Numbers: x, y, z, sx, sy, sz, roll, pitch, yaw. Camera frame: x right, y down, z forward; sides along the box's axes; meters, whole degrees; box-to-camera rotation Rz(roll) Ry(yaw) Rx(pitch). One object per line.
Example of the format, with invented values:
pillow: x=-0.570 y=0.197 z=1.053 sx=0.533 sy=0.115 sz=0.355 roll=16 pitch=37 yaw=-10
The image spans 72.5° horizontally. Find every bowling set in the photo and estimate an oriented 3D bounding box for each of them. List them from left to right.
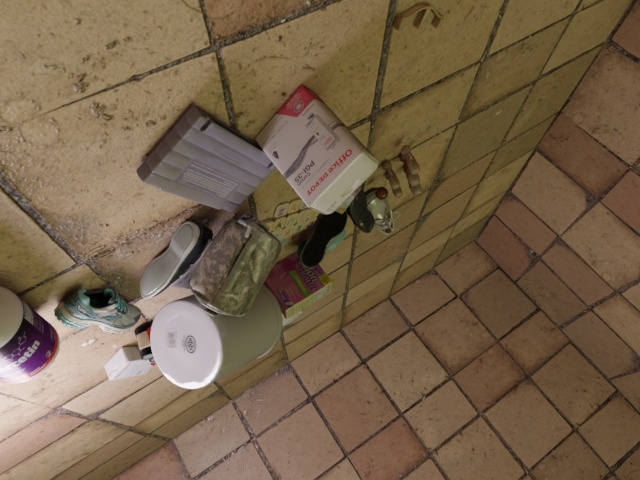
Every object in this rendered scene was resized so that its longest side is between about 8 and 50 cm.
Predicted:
bowling set: x=0.304 y=-0.272 z=1.802 sx=0.200 sy=0.154 sz=0.287 roll=-20 pitch=159 yaw=6

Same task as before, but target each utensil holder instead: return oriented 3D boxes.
utensil holder: x=-0.368 y=0.330 z=1.605 sx=0.327 sy=0.327 sz=0.386 roll=-46 pitch=167 yaw=19

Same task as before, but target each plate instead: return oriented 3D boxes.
plate: x=0.040 y=0.002 z=2.040 sx=0.188 sy=0.024 sz=0.188 roll=-31 pitch=155 yaw=-16

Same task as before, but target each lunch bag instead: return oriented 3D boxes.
lunch bag: x=-0.257 y=0.079 z=1.352 sx=0.304 sy=0.213 sz=0.256 roll=-61 pitch=-169 yaw=-6

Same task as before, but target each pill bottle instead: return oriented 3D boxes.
pill bottle: x=-0.798 y=0.228 z=1.076 sx=0.182 sy=0.181 sz=0.322 roll=-28 pitch=155 yaw=-21

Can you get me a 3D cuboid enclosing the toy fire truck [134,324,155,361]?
toy fire truck: x=-0.570 y=0.355 z=1.715 sx=0.247 sy=0.158 sz=0.217 roll=-24 pitch=155 yaw=-4

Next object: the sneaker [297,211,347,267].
sneaker: x=0.000 y=0.000 z=1.862 sx=0.295 sy=0.124 sz=0.178 roll=-55 pitch=-173 yaw=-17

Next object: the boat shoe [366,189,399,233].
boat shoe: x=0.289 y=-0.104 z=2.026 sx=0.136 sy=0.156 sz=0.367 roll=-37 pitch=157 yaw=-1

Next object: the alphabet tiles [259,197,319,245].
alphabet tiles: x=-0.123 y=-0.062 z=1.695 sx=0.284 sy=0.021 sz=0.277 roll=-21 pitch=152 yaw=-34

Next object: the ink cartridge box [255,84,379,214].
ink cartridge box: x=-0.013 y=-0.243 z=1.182 sx=0.207 sy=0.283 sz=0.117 roll=-45 pitch=156 yaw=16

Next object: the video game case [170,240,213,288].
video game case: x=-0.406 y=0.098 z=1.587 sx=0.227 sy=0.026 sz=0.206 roll=-43 pitch=156 yaw=10

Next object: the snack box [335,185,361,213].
snack box: x=0.078 y=-0.178 z=1.678 sx=0.100 sy=0.037 sz=0.141 roll=23 pitch=126 yaw=-19

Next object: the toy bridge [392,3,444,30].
toy bridge: x=0.284 y=-0.625 z=1.217 sx=0.188 sy=0.026 sz=0.063 roll=-21 pitch=151 yaw=-33

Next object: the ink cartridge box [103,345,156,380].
ink cartridge box: x=-0.752 y=0.487 z=1.759 sx=0.127 sy=0.072 sz=0.175 roll=-43 pitch=156 yaw=15

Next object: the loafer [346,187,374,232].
loafer: x=0.143 y=-0.134 z=1.844 sx=0.109 sy=0.095 sz=0.302 roll=-57 pitch=145 yaw=-17

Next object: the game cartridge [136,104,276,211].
game cartridge: x=-0.285 y=-0.198 z=1.170 sx=0.230 sy=0.068 sz=0.355 roll=-39 pitch=157 yaw=15

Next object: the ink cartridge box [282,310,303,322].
ink cartridge box: x=-0.241 y=0.367 z=2.201 sx=0.201 sy=0.117 sz=0.278 roll=-41 pitch=156 yaw=9

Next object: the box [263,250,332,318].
box: x=-0.107 y=0.187 z=1.933 sx=0.243 sy=0.213 sz=0.117 roll=-29 pitch=156 yaw=-18

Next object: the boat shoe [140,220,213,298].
boat shoe: x=-0.449 y=0.071 z=1.366 sx=0.302 sy=0.114 sz=0.091 roll=-44 pitch=151 yaw=16

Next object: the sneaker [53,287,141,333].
sneaker: x=-0.653 y=0.211 z=1.348 sx=0.122 sy=0.110 sz=0.283 roll=-45 pitch=156 yaw=9
